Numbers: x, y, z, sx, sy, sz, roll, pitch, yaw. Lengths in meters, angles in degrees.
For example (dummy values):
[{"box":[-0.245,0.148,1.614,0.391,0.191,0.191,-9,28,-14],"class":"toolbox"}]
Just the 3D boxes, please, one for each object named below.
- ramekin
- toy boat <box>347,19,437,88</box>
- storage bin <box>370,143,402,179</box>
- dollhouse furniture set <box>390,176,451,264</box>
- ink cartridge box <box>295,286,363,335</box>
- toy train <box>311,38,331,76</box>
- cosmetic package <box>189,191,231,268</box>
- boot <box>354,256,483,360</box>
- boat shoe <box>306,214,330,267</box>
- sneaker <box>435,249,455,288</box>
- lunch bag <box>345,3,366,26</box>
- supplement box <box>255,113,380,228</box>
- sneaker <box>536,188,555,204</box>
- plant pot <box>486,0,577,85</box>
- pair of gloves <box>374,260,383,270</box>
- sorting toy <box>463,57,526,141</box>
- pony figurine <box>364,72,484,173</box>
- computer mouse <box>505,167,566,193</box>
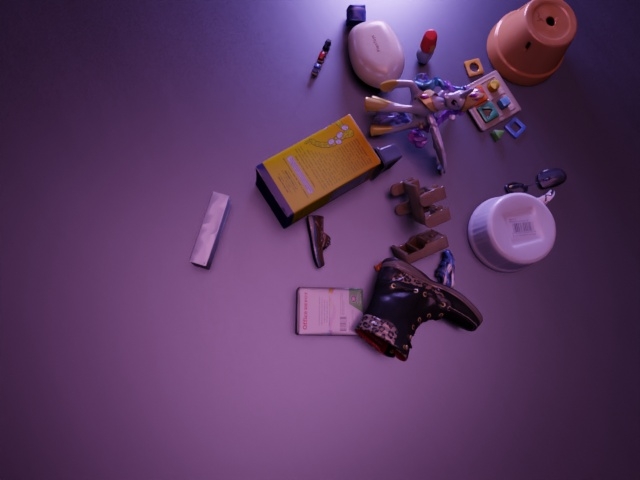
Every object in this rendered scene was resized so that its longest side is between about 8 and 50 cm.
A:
[{"box":[0.668,-0.032,1.774,0.278,0.135,0.277,1,80,-7],"class":"ramekin"},{"box":[0.263,-0.668,1.844,0.319,0.148,0.267,-12,77,-2],"class":"toy boat"},{"box":[0.212,-0.283,1.769,0.091,0.135,0.098,-25,84,-22],"class":"storage bin"},{"box":[0.308,-0.068,1.700,0.161,0.212,0.242,-23,111,-12],"class":"dollhouse furniture set"},{"box":[0.026,0.232,1.668,0.213,0.093,0.154,2,79,-9],"class":"ink cartridge box"},{"box":[0.004,-0.660,1.850,0.027,0.036,0.158,23,78,-3],"class":"toy train"},{"box":[-0.356,-0.031,1.663,0.061,0.099,0.238,17,78,-4],"class":"cosmetic package"},{"box":[0.311,0.257,1.639,0.377,0.138,0.284,34,62,-3],"class":"boot"},{"box":[0.000,0.000,1.719,0.066,0.066,0.183,-8,81,-10],"class":"boat shoe"},{"box":[0.427,0.101,1.762,0.059,0.053,0.144,3,79,-5],"class":"sneaker"},{"box":[0.128,-0.822,1.866,0.067,0.098,0.065,0,98,-9],"class":"lunch bag"},{"box":[-0.015,-0.223,1.691,0.357,0.194,0.195,-31,85,-12],"class":"supplement box"},{"box":[0.808,-0.150,1.861,0.044,0.040,0.109,43,77,4],"class":"sneaker"},{"box":[0.792,-0.747,1.881,0.291,0.203,0.290,1,81,-8],"class":"plant pot"},{"box":[0.228,0.110,1.757,0.074,0.010,0.083,-18,85,-11],"class":"pair of gloves"},{"box":[0.631,-0.526,1.901,0.196,0.047,0.347,-29,85,-11],"class":"sorting toy"},{"box":[0.350,-0.419,1.728,0.364,0.351,0.302,4,75,13],"class":"pony figurine"},{"box":[0.791,-0.215,1.870,0.242,0.041,0.071,-16,83,-9],"class":"computer mouse"}]
